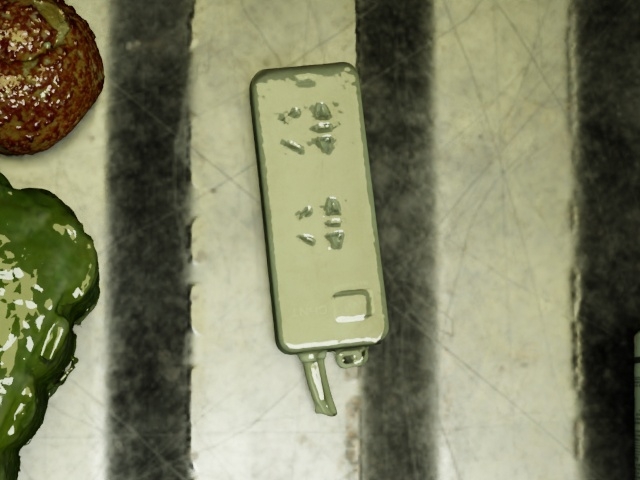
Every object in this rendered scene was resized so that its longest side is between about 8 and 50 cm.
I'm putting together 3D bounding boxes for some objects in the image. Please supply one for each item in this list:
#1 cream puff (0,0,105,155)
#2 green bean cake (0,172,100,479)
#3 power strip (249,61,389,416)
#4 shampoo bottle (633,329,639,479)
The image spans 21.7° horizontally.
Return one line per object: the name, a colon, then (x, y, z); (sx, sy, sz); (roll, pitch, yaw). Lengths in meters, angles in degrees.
cream puff: (-0.248, -0.143, 1.346); (0.149, 0.084, 0.149); (1, 83, -8)
green bean cake: (-0.348, 0.069, 1.245); (0.319, 0.218, 0.335); (20, 83, -3)
power strip: (0.000, 0.000, 1.370); (0.093, 0.053, 0.288); (-6, 83, -7)
shampoo bottle: (0.298, 0.204, 1.359); (0.085, 0.085, 0.262); (2, 83, -6)
